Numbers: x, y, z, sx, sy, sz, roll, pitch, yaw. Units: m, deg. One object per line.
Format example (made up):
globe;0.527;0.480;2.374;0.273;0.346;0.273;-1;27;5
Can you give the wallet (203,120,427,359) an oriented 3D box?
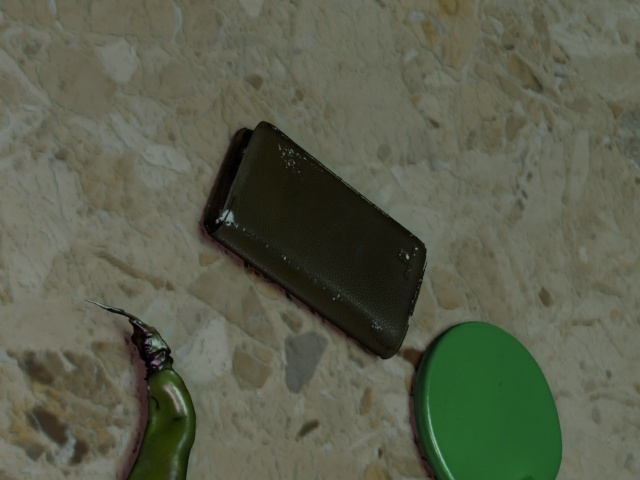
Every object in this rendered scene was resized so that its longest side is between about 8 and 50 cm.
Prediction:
wallet;0.000;0.000;1.438;0.198;0.031;0.110;36;56;-29

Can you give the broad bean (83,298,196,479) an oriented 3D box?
broad bean;-0.136;0.203;1.251;0.098;0.056;0.318;16;63;-31

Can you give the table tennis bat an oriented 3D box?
table tennis bat;0.158;0.190;1.523;0.160;0.039;0.257;-22;88;-43
